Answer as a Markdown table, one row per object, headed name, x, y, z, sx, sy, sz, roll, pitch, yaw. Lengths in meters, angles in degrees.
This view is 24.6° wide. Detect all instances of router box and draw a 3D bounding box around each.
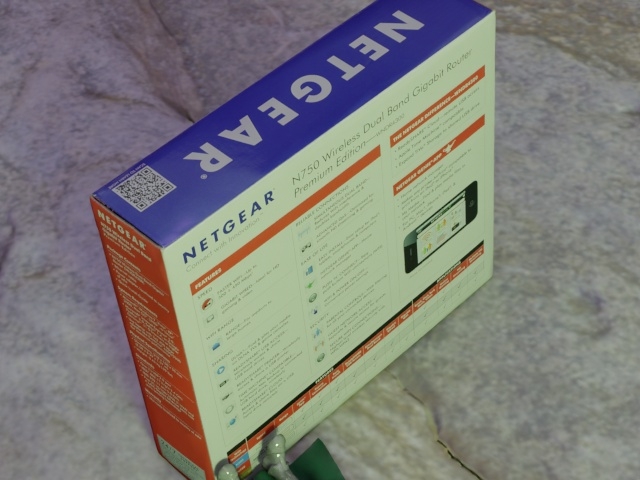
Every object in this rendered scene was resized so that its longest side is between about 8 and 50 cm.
| name | x | y | z | sx | sy | sz | roll | pitch | yaw |
| --- | --- | --- | --- | --- | --- | --- | --- | --- | --- |
| router box | 0.000 | 0.000 | 1.151 | 0.335 | 0.301 | 0.082 | -37 | 53 | -27 |

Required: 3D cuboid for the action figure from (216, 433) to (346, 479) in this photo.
| name | x | y | z | sx | sy | sz | roll | pitch | yaw |
| --- | --- | --- | --- | --- | --- | --- | --- | --- | --- |
| action figure | 0.015 | 0.243 | 1.084 | 0.137 | 0.063 | 0.232 | -30 | 53 | -25 |
